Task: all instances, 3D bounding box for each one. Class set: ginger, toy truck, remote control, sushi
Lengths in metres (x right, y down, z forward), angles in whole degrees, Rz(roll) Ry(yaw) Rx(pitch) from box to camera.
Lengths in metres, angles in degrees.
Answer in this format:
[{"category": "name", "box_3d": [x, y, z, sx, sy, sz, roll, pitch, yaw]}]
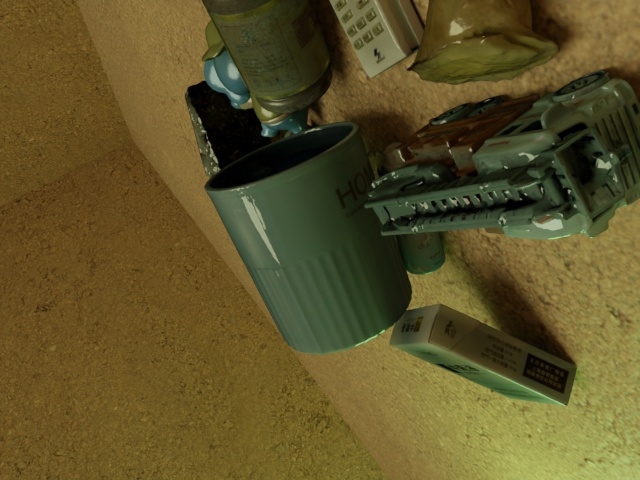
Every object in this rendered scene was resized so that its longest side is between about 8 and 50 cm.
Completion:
[{"category": "ginger", "box_3d": [0.154, -0.233, 0.604, 0.193, 0.115, 0.122, -172, 73, -75]}, {"category": "toy truck", "box_3d": [0.192, -0.069, 0.603, 0.132, 0.185, 0.338, 61, 161, -15]}, {"category": "remote control", "box_3d": [0.038, -0.358, 0.721, 0.277, 0.056, 0.103, 61, 160, -11]}, {"category": "sushi", "box_3d": [-0.178, -0.215, 1.279, 0.234, 0.208, 0.348, -139, 27, -70]}]

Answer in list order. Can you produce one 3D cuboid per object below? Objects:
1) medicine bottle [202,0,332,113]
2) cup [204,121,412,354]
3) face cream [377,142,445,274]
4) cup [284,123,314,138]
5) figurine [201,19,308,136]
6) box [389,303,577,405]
[{"category": "medicine bottle", "box_3d": [-0.090, -0.354, 0.828, 0.151, 0.151, 0.322, 42, 168, 37]}, {"category": "cup", "box_3d": [-0.012, -0.013, 0.946, 0.331, 0.257, 0.311, -109, -3, -70]}, {"category": "face cream", "box_3d": [0.148, -0.052, 0.913, 0.075, 0.075, 0.229, 30, 148, 53]}, {"category": "cup", "box_3d": [-0.016, -0.174, 1.122, 0.099, 0.074, 0.102, 42, 156, 38]}, {"category": "figurine", "box_3d": [-0.127, -0.312, 1.063, 0.180, 0.154, 0.261, 4, 121, 53]}, {"category": "box", "box_3d": [0.248, 0.180, 0.871, 0.243, 0.067, 0.155, 26, 162, -10]}]
